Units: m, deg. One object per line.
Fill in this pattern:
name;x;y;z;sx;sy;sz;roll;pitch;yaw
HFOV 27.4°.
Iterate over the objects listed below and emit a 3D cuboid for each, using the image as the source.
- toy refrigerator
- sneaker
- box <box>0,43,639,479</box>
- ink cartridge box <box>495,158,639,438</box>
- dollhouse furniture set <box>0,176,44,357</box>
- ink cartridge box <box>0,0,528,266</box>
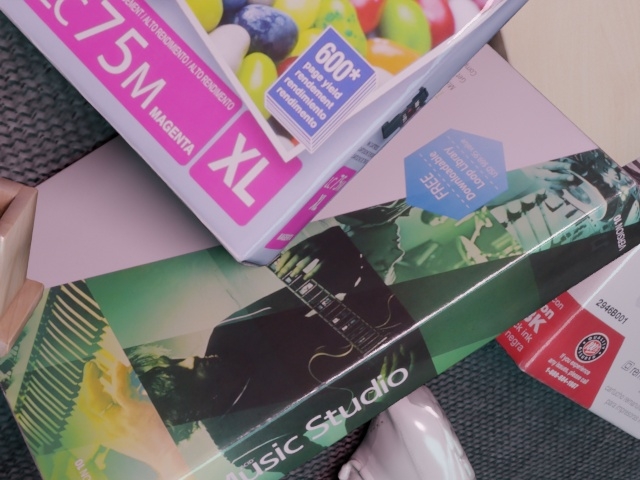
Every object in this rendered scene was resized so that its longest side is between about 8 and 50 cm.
toy refrigerator;0.132;-0.157;0.781;0.102;0.094;0.269;-29;135;-4
sneaker;0.046;0.233;1.050;0.129;0.111;0.297;-9;130;-20
box;-0.027;0.002;0.705;0.322;0.232;0.058;-34;139;-5
ink cartridge box;0.258;-0.006;0.975;0.273;0.114;0.197;-49;136;10
dollhouse furniture set;-0.308;0.093;0.495;0.303;0.355;0.173;16;122;0
ink cartridge box;0.013;-0.160;0.631;0.311;0.186;0.065;-45;171;5
